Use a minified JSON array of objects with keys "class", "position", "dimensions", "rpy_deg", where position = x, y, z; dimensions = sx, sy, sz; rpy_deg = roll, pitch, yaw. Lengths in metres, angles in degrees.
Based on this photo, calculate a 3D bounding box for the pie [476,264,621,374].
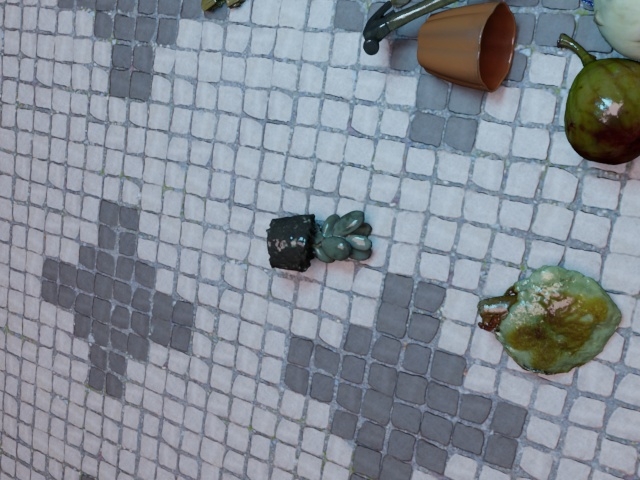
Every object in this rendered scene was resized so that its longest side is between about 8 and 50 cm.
[{"class":"pie","position":[0.525,0.187,1.395],"dimensions":[0.274,0.105,0.257],"rpy_deg":[-37,95,28]}]

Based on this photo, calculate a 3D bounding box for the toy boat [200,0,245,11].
[{"class":"toy boat","position":[-0.236,-0.673,1.666],"dimensions":[0.206,0.064,0.072],"rpy_deg":[-14,105,27]}]

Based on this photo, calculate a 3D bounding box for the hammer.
[{"class":"hammer","position":[0.295,-0.531,1.324],"dimensions":[0.440,0.168,0.044],"rpy_deg":[-16,130,27]}]

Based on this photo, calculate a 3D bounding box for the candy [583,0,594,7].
[{"class":"candy","position":[0.621,-0.540,1.276],"dimensions":[0.088,0.038,0.136],"rpy_deg":[34,103,11]}]

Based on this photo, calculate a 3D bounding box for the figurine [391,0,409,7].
[{"class":"figurine","position":[0.184,-0.682,1.395],"dimensions":[0.177,0.173,0.247],"rpy_deg":[-4,94,26]}]

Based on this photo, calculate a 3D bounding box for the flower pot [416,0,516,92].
[{"class":"flower pot","position":[0.318,-0.437,1.366],"dimensions":[0.173,0.191,0.190],"rpy_deg":[20,105,34]}]

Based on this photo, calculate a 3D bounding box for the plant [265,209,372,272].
[{"class":"plant","position":[-0.001,0.001,1.598],"dimensions":[0.275,0.149,0.146],"rpy_deg":[-6,137,11]}]

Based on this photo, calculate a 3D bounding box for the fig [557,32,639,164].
[{"class":"fig","position":[0.577,-0.319,1.257],"dimensions":[0.217,0.217,0.320],"rpy_deg":[-30,63,26]}]

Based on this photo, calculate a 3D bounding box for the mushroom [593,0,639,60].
[{"class":"mushroom","position":[0.674,-0.468,1.091],"dimensions":[0.336,0.314,0.314],"rpy_deg":[22,107,40]}]
